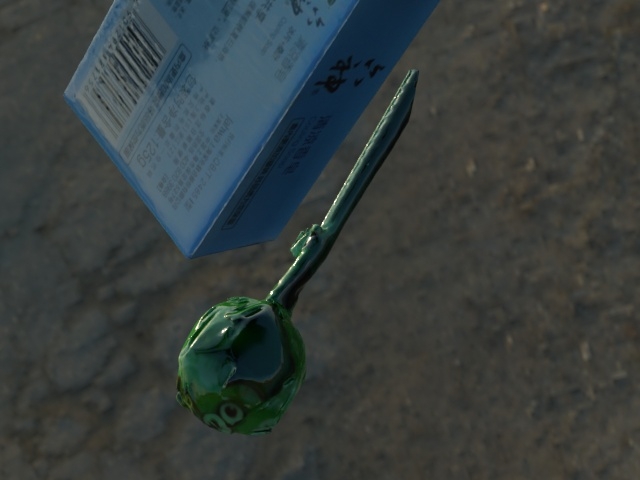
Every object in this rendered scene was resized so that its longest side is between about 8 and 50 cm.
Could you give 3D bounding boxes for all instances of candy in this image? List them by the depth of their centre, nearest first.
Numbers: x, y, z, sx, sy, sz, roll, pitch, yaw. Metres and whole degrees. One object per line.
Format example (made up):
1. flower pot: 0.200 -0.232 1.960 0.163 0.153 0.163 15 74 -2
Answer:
1. candy: -0.001 0.000 1.227 0.097 0.097 0.323 14 62 37

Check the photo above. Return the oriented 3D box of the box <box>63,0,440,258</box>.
1. box: -0.040 -0.119 0.965 0.083 0.232 0.142 -10 54 -49
